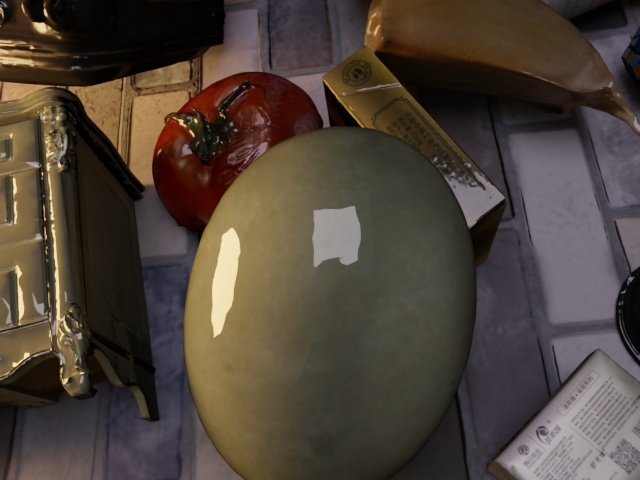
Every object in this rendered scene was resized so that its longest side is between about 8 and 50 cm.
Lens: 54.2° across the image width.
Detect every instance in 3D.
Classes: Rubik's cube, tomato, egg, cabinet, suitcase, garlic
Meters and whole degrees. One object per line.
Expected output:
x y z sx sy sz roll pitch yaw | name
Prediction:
0.426 -0.220 0.759 0.111 0.093 0.111 -2 65 5 | Rubik's cube
-0.110 -0.117 0.748 0.228 0.101 0.227 -10 59 18 | tomato
0.006 0.072 0.569 0.259 0.258 0.352 22 111 15 | egg
-0.349 0.054 0.662 0.290 0.227 0.317 -13 66 -1 | cabinet
-0.285 -0.294 0.733 0.283 0.194 0.434 8 24 11 | suitcase
0.212 -0.209 0.746 0.339 0.151 0.196 20 42 -6 | garlic

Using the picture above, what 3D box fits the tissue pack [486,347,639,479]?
0.249 0.198 0.594 0.149 0.099 0.106 -42 66 -11 | tissue pack

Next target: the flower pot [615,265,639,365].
0.397 0.069 0.630 0.158 0.107 0.157 -2 68 5 | flower pot

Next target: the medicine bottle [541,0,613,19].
0.376 -0.381 0.815 0.274 0.133 0.133 -24 66 -3 | medicine bottle

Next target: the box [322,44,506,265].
0.098 -0.079 0.703 0.071 0.159 0.240 -34 68 -6 | box
